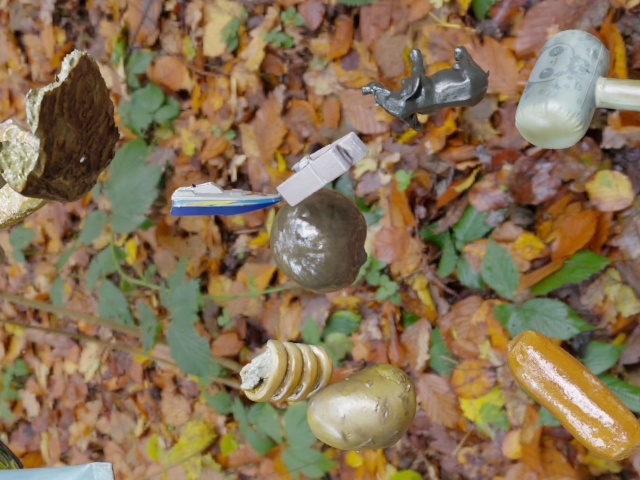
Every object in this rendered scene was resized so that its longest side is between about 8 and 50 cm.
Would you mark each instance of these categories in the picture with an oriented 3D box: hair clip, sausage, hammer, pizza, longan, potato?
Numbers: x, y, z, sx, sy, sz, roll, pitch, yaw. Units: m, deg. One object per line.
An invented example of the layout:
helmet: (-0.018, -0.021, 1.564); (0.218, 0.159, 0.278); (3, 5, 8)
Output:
hair clip: (-0.006, -0.169, 1.658); (0.085, 0.101, 0.331); (51, 155, -7)
sausage: (0.380, 0.232, 1.062); (0.238, 0.098, 0.098); (46, 134, 27)
hammer: (0.460, -0.214, 1.033); (0.305, 0.202, 0.113); (13, 154, 27)
pizza: (-0.528, -0.131, 1.276); (0.080, 0.204, 0.188); (39, -148, -73)
longan: (-0.004, 0.002, 1.925); (0.297, 0.297, 0.297); (17, 111, 54)
potato: (0.070, 0.265, 1.086); (0.137, 0.176, 0.137); (62, 170, 19)

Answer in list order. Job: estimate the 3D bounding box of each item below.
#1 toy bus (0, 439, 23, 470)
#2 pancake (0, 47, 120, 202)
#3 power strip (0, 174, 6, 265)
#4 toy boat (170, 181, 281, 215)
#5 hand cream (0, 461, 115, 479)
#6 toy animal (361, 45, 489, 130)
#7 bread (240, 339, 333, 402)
toy bus: (-0.673, 0.452, 1.217); (0.150, 0.262, 0.128); (-102, -14, -59)
pancake: (-0.354, -0.128, 0.956); (0.257, 0.056, 0.212); (92, -163, -58)
power strip: (-0.524, -0.070, 0.897); (0.261, 0.229, 0.141); (53, 163, 10)
toy boat: (-0.252, -0.113, 1.887); (0.129, 0.295, 0.088); (-110, 20, -78)
hand cream: (-0.228, 0.173, 0.406); (0.312, 0.070, 0.111); (-6, 96, 23)
toy animal: (0.202, -0.298, 1.327); (0.114, 0.245, 0.146); (62, -167, -45)
bread: (-0.056, 0.233, 1.225); (0.119, 0.177, 0.084); (-55, 44, 29)
